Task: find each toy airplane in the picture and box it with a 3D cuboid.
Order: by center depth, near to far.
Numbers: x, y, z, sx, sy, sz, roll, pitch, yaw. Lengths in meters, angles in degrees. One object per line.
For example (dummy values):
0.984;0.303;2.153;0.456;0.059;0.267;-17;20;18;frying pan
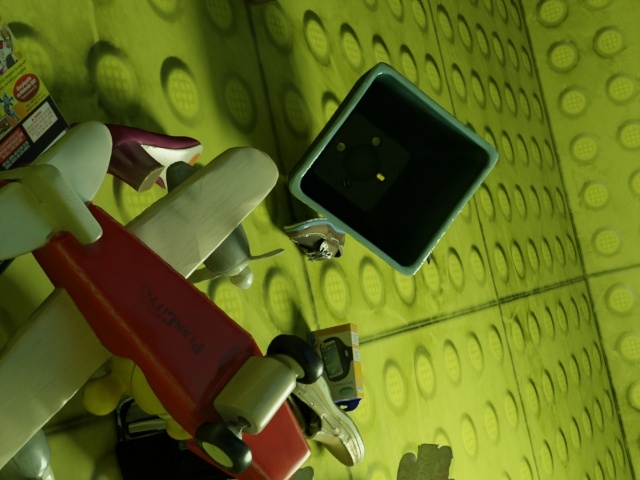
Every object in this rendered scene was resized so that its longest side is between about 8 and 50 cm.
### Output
-0.208;0.076;1.074;0.386;0.272;0.384;2;72;-26;toy airplane

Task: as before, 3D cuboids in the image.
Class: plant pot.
0.094;-0.121;1.740;0.248;0.247;0.252;36;-1;-13;plant pot

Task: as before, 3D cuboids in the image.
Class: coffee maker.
-0.132;0.248;1.227;0.120;0.178;0.171;-37;110;-61;coffee maker

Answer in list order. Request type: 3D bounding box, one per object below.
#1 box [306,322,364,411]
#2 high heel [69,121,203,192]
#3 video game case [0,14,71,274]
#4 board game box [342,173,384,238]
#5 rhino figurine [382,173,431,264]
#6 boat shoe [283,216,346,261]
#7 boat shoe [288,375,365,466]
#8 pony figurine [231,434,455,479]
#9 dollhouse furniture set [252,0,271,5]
0.024;0.205;1.670;0.028;0.081;0.136;29;51;-57;box
-0.235;-0.121;1.365;0.117;0.082;0.244;38;20;3;high heel
-0.369;-0.109;1.104;0.248;0.035;0.275;63;30;-25;video game case
0.100;-0.058;1.996;0.170;0.048;0.141;29;51;-56;board game box
0.184;-0.064;2.141;0.106;0.073;0.243;-33;108;-67;rhino figurine
0.000;0.000;1.746;0.183;0.066;0.066;4;75;-63;boat shoe
-0.001;0.283;1.616;0.190;0.068;0.072;56;43;-15;boat shoe
0.020;0.438;1.384;0.363;0.303;0.351;68;31;-50;pony figurine
-0.124;-0.470;1.712;0.183;0.129;0.129;51;25;-86;dollhouse furniture set
